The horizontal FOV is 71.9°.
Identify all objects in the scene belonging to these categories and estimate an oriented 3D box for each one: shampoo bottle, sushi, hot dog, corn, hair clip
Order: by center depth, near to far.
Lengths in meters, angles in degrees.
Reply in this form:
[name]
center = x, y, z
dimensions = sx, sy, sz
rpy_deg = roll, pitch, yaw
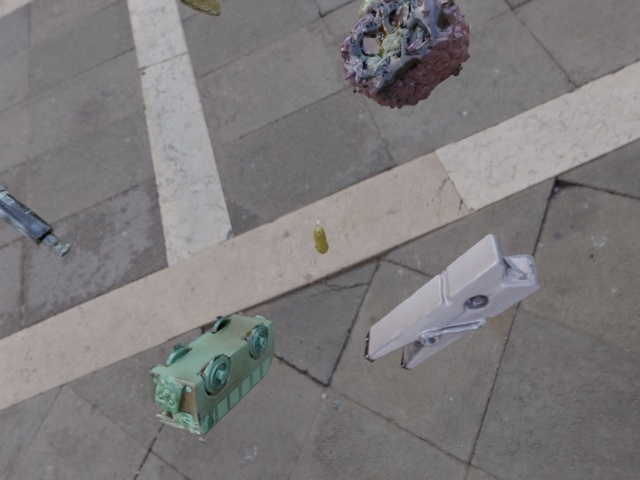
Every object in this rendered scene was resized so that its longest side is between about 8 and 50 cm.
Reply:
[hair clip]
center = 0.200, 0.121, 0.724
dimensions = 0.101, 0.331, 0.085
rpy_deg = 29, 46, -11
[hot dog]
center = -0.234, -0.455, 0.842
dimensions = 0.034, 0.090, 0.030
rpy_deg = 21, 104, 46
[sushi]
center = 0.165, -0.422, 0.937
dimensions = 0.270, 0.171, 0.236
rpy_deg = -34, 80, 29
[corn]
center = 0.000, 0.000, 0.939
dimensions = 0.028, 0.083, 0.027
rpy_deg = 26, 57, 32
[shampoo bottle]
center = -0.709, -0.037, 1.086
dimensions = 0.208, 0.063, 0.057
rpy_deg = 41, 52, -11

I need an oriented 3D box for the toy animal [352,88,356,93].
[toy animal]
center = 0.192, -0.521, 1.444
dimensions = 0.101, 0.219, 0.103
rpy_deg = 1, 99, -21

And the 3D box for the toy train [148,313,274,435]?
[toy train]
center = -0.207, 0.264, 0.931
dimensions = 0.129, 0.326, 0.159
rpy_deg = 8, 107, 21
